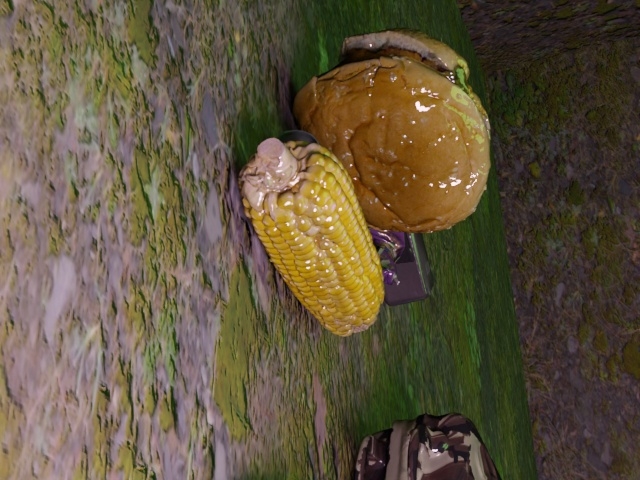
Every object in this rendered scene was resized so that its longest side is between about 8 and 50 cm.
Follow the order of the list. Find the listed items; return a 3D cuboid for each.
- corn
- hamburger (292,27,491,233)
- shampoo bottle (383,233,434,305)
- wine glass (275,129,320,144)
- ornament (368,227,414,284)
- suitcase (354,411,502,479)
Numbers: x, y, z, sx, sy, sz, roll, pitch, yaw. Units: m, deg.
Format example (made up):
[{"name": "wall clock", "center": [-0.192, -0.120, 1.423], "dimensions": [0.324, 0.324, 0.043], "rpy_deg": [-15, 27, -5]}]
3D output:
[{"name": "corn", "center": [0.000, 0.000, 1.292], "dimensions": [0.347, 0.130, 0.130], "rpy_deg": [60, 24, -50]}, {"name": "hamburger", "center": [0.097, -0.138, 1.482], "dimensions": [0.134, 0.265, 0.285], "rpy_deg": [-51, 126, -37]}, {"name": "shampoo bottle", "center": [0.121, -0.020, 1.790], "dimensions": [0.080, 0.079, 0.246], "rpy_deg": [-52, 129, -71]}, {"name": "wine glass", "center": [-0.009, -0.081, 1.410], "dimensions": [0.155, 0.073, 0.073], "rpy_deg": [45, 36, -61]}, {"name": "ornament", "center": [0.087, 0.049, 1.626], "dimensions": [0.203, 0.081, 0.088], "rpy_deg": [-70, 144, -61]}, {"name": "suitcase", "center": [0.132, 0.387, 1.364], "dimensions": [0.351, 0.194, 0.339], "rpy_deg": [-77, 144, -57]}]
